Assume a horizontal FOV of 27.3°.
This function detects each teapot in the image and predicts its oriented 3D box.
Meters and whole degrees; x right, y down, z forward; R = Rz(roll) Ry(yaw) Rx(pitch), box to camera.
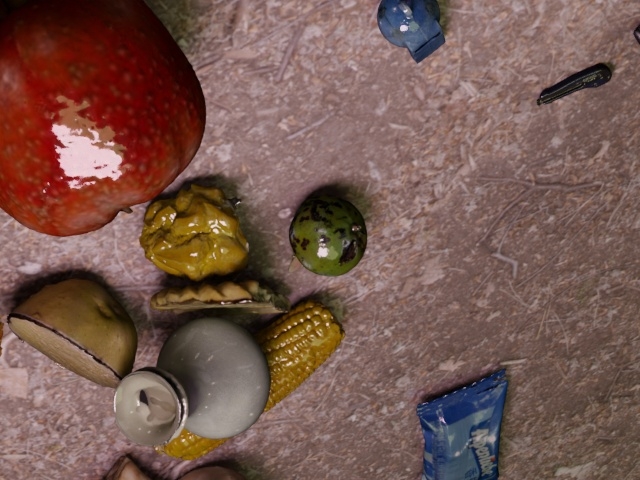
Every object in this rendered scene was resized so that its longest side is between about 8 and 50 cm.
[{"bbox_3d":[-0.187,0.213,1.886,0.183,0.183,0.251,-47,169,20],"label":"teapot"}]

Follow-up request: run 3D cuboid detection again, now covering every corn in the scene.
[{"bbox_3d":[-0.117,0.223,2.065,0.363,0.120,0.120,-37,134,11],"label":"corn"}]

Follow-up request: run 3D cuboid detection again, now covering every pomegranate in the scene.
[{"bbox_3d":[0.000,0.000,1.923,0.122,0.122,0.161,14,150,-33],"label":"pomegranate"}]

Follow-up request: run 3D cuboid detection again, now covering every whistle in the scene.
[{"bbox_3d":[0.118,-0.291,1.736,0.090,0.090,0.158,-31,175,6],"label":"whistle"}]

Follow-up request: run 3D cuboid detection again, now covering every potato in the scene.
[{"bbox_3d":[-0.338,0.116,1.869,0.202,0.182,0.117,41,69,-31],"label":"potato"}]

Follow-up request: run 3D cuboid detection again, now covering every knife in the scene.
[{"bbox_3d":[0.371,-0.227,1.937,0.121,0.018,0.031,-23,134,0],"label":"knife"}]

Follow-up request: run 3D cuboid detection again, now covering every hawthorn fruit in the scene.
[{"bbox_3d":[-0.301,-0.182,1.519,0.285,0.285,0.369,-28,126,2],"label":"hawthorn fruit"}]

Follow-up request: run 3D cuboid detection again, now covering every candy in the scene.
[{"bbox_3d":[0.254,0.377,2.402,0.187,0.077,0.331,-19,136,-16],"label":"candy"}]

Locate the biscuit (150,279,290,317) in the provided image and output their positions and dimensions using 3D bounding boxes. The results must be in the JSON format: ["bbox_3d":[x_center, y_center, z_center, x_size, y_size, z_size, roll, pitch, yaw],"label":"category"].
[{"bbox_3d":[-0.151,0.086,1.897,0.187,0.036,0.273,-4,173,6],"label":"biscuit"}]

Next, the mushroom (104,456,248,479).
[{"bbox_3d":[-0.240,0.478,2.157,0.297,0.297,0.290,-37,110,11],"label":"mushroom"}]

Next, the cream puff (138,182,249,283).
[{"bbox_3d":[-0.178,0.004,1.834,0.156,0.121,0.156,-11,139,-10],"label":"cream puff"}]

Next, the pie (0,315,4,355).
[{"bbox_3d":[-0.584,0.173,1.837,0.308,0.085,0.308,-9,134,-10],"label":"pie"}]

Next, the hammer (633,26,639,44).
[{"bbox_3d":[0.421,-0.419,1.765,0.152,0.044,0.427,-38,134,11],"label":"hammer"}]
